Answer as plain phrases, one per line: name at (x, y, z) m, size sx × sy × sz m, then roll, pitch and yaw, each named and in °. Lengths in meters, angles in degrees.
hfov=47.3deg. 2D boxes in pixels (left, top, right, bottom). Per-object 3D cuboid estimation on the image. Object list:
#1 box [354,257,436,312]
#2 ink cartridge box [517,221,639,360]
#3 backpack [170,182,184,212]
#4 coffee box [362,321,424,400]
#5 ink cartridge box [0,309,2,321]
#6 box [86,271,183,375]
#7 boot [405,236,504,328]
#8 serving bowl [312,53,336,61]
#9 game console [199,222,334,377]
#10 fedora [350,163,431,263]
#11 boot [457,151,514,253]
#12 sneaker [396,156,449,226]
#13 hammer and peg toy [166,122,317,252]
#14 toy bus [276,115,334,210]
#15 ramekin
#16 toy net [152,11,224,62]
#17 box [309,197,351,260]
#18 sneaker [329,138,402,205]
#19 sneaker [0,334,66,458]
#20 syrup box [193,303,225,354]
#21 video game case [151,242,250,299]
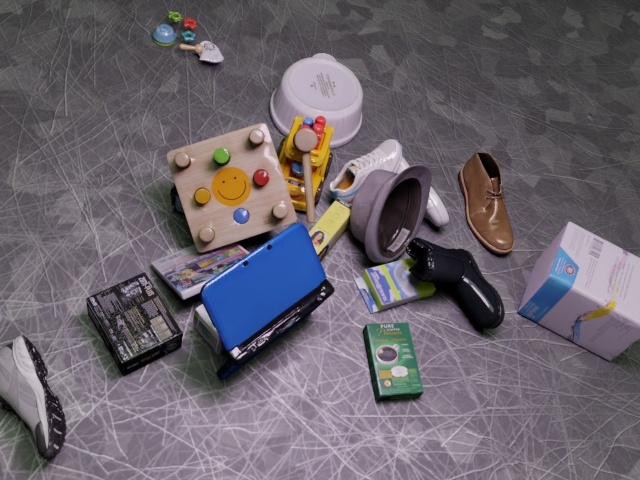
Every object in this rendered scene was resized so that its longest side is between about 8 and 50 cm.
box at (0.189, 0.109, 1.847) m, size 0.178 × 0.042 × 0.109 m, roll -14°, pitch 62°, yaw -22°
ink cartridge box at (0.685, 0.131, 1.854) m, size 0.270 × 0.197 × 0.198 m, roll 29°, pitch 55°, yaw 6°
backpack at (-0.312, -0.118, 1.850) m, size 0.114 × 0.084 × 0.105 m, roll 12°, pitch 53°, yaw 0°
coffee box at (0.170, 0.284, 1.729) m, size 0.113 × 0.040 × 0.184 m, roll -2°, pitch 59°, yaw -15°
ink cartridge box at (-0.809, 0.218, 1.536) m, size 0.180 × 0.056 × 0.225 m, roll 18°, pitch 54°, yaw -1°
box at (-0.416, 0.184, 1.633) m, size 0.147 × 0.078 × 0.180 m, roll -27°, pitch 67°, yaw -26°
boot at (0.325, 0.107, 1.805) m, size 0.207 × 0.094 × 0.247 m, roll 10°, pitch 45°, yaw -39°
serving bowl at (0.009, -0.532, 2.228) m, size 0.083 × 0.027 × 0.083 m, roll 7°, pitch 56°, yaw -10°
game console at (-0.132, 0.135, 1.610) m, size 0.293 × 0.250 × 0.173 m, roll -34°, pitch 83°, yaw -29°
fedora at (0.163, -0.083, 1.857) m, size 0.124 × 0.276 × 0.243 m, roll 28°, pitch 34°, yaw 34°
boot at (0.464, -0.108, 2.010) m, size 0.112 × 0.115 × 0.305 m, roll -4°, pitch 60°, yaw -18°
sneaker at (0.224, -0.127, 1.988) m, size 0.123 × 0.106 × 0.290 m, roll -36°, pitch 68°, yaw -10°
hammer and peg toy at (-0.158, -0.137, 1.748) m, size 0.361 × 0.127 × 0.266 m, roll -17°, pitch 92°, yaw -6°
toy bus at (-0.040, -0.219, 1.905) m, size 0.149 × 0.211 × 0.220 m, roll 18°, pitch 57°, yaw -3°
ramekin at (-0.004, -0.402, 2.081) m, size 0.272 × 0.127 × 0.273 m, roll 6°, pitch 56°, yaw -9°
toy net at (-0.379, -0.588, 2.166) m, size 0.232 × 0.045 × 0.122 m, roll 32°, pitch 54°, yaw 7°
box at (0.000, 0.000, 1.848) m, size 0.058 × 0.087 × 0.232 m, roll 31°, pitch 57°, yaw 10°
sneaker at (0.123, -0.184, 1.928) m, size 0.228 × 0.092 × 0.087 m, roll -45°, pitch 55°, yaw 1°
sneaker at (-0.602, 0.330, 1.496) m, size 0.108 × 0.100 × 0.272 m, roll -27°, pitch 63°, yaw -12°
syrup box at (-0.174, 0.151, 1.701) m, size 0.236 × 0.096 × 0.093 m, roll -34°, pitch 69°, yaw -30°
video game case at (-0.274, 0.057, 1.729) m, size 0.201 × 0.023 × 0.183 m, roll -23°, pitch 33°, yaw -26°
